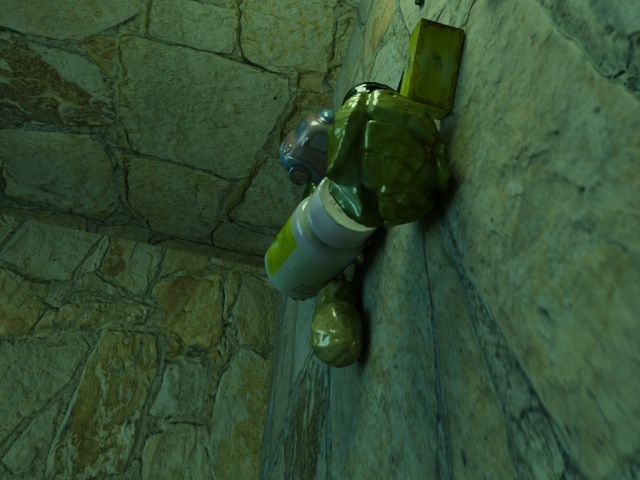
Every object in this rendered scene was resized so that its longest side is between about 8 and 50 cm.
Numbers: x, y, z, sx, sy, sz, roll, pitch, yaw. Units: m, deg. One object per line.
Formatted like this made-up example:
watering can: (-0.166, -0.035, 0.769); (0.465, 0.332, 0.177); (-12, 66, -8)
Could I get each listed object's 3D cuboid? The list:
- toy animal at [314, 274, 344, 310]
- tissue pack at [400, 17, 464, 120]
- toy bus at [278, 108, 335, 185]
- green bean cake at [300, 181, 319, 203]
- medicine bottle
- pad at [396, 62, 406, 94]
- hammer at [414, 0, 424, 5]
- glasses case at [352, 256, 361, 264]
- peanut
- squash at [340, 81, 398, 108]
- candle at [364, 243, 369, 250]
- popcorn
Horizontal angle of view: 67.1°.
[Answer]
toy animal: (0.028, 0.133, 1.563); (0.195, 0.091, 0.323); (172, 108, -81)
tissue pack: (0.222, -0.343, 0.971); (0.062, 0.095, 0.175); (154, 128, -81)
toy bus: (0.030, -0.285, 1.527); (0.197, 0.294, 0.231); (-86, 22, -59)
green bean cake: (0.001, -0.127, 1.889); (0.247, 0.157, 0.249); (119, 161, -59)
medicine bottle: (0.000, 0.000, 1.337); (0.378, 0.214, 0.213); (-50, 27, 48)
pad: (0.244, -0.477, 1.329); (0.112, 0.003, 0.157); (-92, 17, -61)
hammer: (0.297, -0.744, 1.333); (0.062, 0.017, 0.182); (-106, 31, -72)
glasses case: (0.099, 0.054, 1.414); (0.083, 0.032, 0.021); (-107, 29, -75)
peanut: (0.045, 0.206, 1.251); (0.305, 0.147, 0.146); (-88, 13, -70)
squash: (0.127, -0.295, 1.294); (0.252, 0.165, 0.252); (-171, 90, -83)
candle: (0.116, 0.001, 1.414); (0.167, 0.021, 0.026); (-111, 35, -74)
popcorn: (0.123, -0.151, 0.928); (0.276, 0.226, 0.276); (6, -90, -88)
